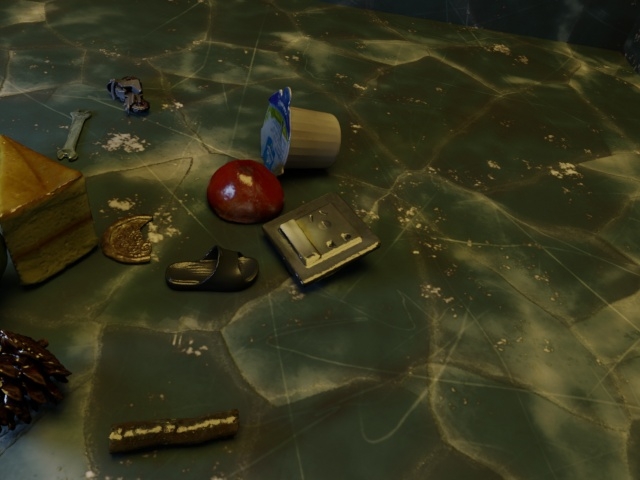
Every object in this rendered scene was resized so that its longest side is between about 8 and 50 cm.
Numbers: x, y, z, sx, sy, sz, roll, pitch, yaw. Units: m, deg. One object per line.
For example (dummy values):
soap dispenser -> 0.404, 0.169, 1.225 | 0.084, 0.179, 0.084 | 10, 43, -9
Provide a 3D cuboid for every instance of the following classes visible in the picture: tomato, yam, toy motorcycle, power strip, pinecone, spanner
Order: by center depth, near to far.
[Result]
pinecone -> -0.598, 0.272, 1.105 | 0.207, 0.208, 0.208 | 6, 42, -5
yam -> -0.288, 0.381, 1.141 | 0.252, 0.061, 0.061 | -3, 44, -16
power strip -> -0.001, 0.002, 1.593 | 0.251, 0.092, 0.257 | -22, 52, -20
tomato -> -0.217, -0.159, 1.688 | 0.233, 0.140, 0.200 | 1, 49, -12
spanner -> -0.805, -0.350, 1.866 | 0.071, 0.017, 0.302 | 1, 42, -10
toy motorcycle -> -0.688, -0.524, 2.037 | 0.122, 0.080, 0.215 | -13, 51, -24

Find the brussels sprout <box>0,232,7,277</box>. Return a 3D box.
brussels sprout -> -0.877, 0.061, 1.207 | 0.371, 0.276, 0.315 | 1, 39, -9

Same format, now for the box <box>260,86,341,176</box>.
box -> -0.054, -0.352, 1.848 | 0.206, 0.291, 0.262 | 0, 39, -27

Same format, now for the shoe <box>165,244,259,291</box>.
shoe -> -0.275, 0.067, 1.464 | 0.241, 0.093, 0.108 | -4, 42, -13

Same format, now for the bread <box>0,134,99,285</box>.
bread -> -0.766, -0.095, 1.443 | 0.361, 0.233, 0.245 | 28, 45, 25

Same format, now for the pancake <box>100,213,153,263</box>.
pancake -> -0.502, -0.005, 1.548 | 0.190, 0.020, 0.184 | 36, 47, 25
